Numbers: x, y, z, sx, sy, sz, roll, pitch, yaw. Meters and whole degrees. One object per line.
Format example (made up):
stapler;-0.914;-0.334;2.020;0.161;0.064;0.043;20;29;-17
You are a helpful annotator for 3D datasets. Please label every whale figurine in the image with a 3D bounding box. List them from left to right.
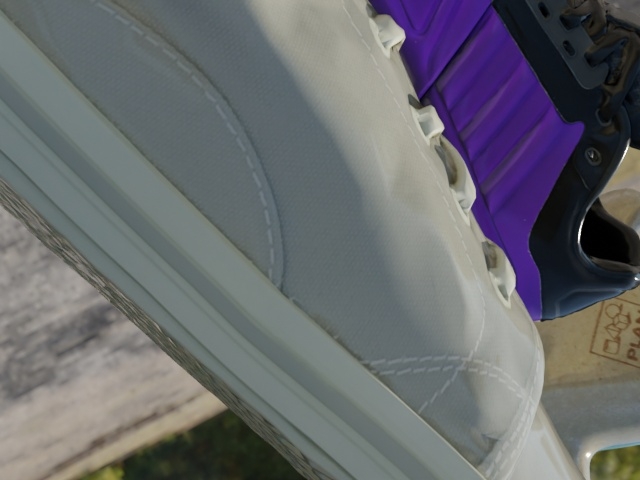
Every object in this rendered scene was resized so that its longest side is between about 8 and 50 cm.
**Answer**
whale figurine;0.172;0.073;0.905;0.272;0.216;0.141;15;161;6

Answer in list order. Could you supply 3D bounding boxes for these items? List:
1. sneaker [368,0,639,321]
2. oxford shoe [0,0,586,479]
sneaker;0.089;-0.094;0.637;0.146;0.293;0.102;-3;-152;21
oxford shoe;0.000;0.000;0.470;0.130;0.449;0.169;-47;-158;-12
